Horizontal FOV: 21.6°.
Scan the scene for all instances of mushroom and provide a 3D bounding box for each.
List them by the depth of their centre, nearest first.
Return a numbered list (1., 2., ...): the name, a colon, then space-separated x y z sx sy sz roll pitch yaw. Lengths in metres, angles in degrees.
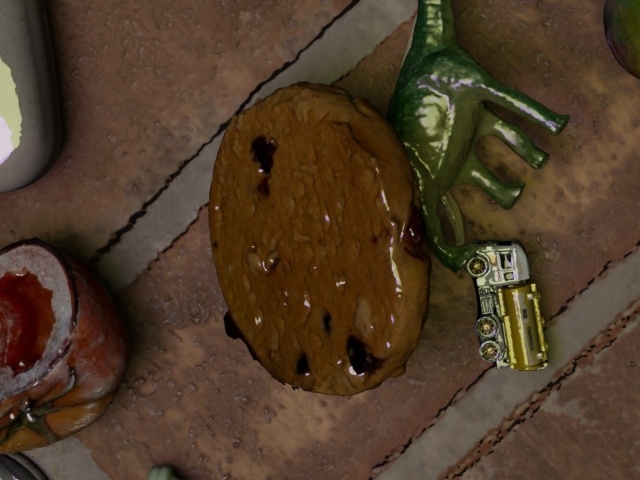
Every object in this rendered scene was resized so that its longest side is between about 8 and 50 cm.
1. mushroom: 0.105 -0.132 1.514 0.068 0.043 0.306 10 102 30

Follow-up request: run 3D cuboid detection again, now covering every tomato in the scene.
1. tomato: -0.266 0.117 1.555 0.214 0.155 0.180 -30 55 18

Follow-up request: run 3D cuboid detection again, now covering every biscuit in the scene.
1. biscuit: 0.001 0.000 1.462 0.296 0.075 0.295 19 115 49

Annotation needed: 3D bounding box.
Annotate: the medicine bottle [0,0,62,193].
1. medicine bottle: -0.433 -0.147 1.541 0.375 0.123 0.282 -8 96 -2

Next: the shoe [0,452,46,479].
1. shoe: -0.359 0.225 1.630 0.194 0.077 0.074 27 101 7

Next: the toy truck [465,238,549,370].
1. toy truck: 0.169 0.059 1.516 0.063 0.052 0.123 -8 97 8

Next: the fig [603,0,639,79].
1. fig: 0.363 -0.177 1.429 0.245 0.149 0.149 23 102 -12

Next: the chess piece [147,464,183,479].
1. chess piece: -0.115 0.251 1.596 0.103 0.067 0.067 7 99 1

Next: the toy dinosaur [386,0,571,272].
1. toy dinosaur: 0.060 -0.136 1.466 0.301 0.087 0.447 38 104 7
